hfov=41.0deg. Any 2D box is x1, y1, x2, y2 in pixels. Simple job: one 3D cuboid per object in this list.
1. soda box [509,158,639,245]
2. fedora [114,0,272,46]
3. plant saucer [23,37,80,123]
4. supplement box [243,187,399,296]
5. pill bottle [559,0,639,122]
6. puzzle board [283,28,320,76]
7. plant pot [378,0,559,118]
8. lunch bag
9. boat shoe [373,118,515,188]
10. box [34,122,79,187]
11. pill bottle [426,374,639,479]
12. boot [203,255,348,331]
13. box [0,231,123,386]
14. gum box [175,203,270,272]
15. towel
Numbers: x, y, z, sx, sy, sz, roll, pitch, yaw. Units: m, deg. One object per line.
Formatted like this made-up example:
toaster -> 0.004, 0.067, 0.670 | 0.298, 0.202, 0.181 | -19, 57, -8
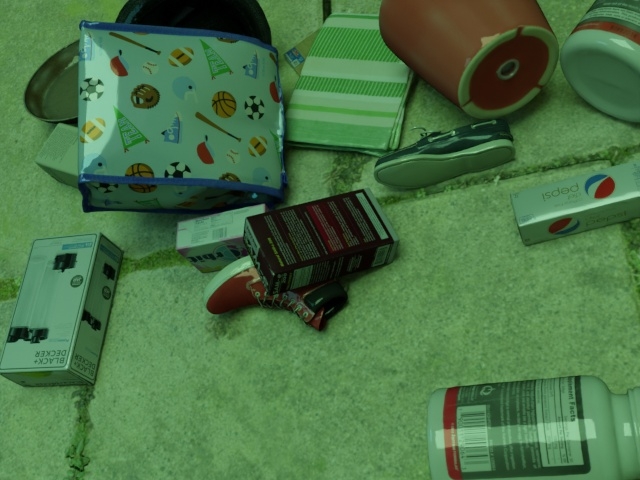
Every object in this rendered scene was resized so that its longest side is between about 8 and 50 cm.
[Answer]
soda box -> 0.428, -0.060, 1.406 | 0.216, 0.074, 0.069 | -14, 58, 14
fedora -> -0.269, -0.423, 1.816 | 0.334, 0.334, 0.152 | -24, 26, 8
plant saucer -> -0.529, -0.367, 1.956 | 0.311, 0.050, 0.310 | -11, 49, 13
supplement box -> 0.000, 0.000, 1.481 | 0.239, 0.073, 0.130 | -14, 56, -21
pill bottle -> 0.588, -0.396, 1.448 | 0.210, 0.210, 0.363 | 31, 77, 32
puzzle board -> -0.011, -0.383, 1.804 | 0.096, 0.011, 0.128 | -36, 55, 1
plant pot -> 0.275, -0.365, 1.515 | 0.275, 0.275, 0.243 | -30, 53, 4
lunch bag -> -0.260, -0.220, 1.632 | 0.386, 0.239, 0.327 | -1, 78, -12
boat shoe -> 0.217, -0.162, 1.536 | 0.255, 0.095, 0.079 | -14, 60, 13
box -> -0.463, -0.159, 1.810 | 0.275, 0.094, 0.113 | 19, 71, 29
pill bottle -> 0.321, 0.281, 1.196 | 0.319, 0.176, 0.176 | -8, 60, 18
boot -> -0.081, 0.108, 1.514 | 0.244, 0.088, 0.176 | -26, 57, 2
box -> -0.502, 0.134, 1.666 | 0.169, 0.087, 0.289 | -4, 61, 20
gum box -> -0.170, 0.000, 1.594 | 0.188, 0.107, 0.062 | -11, 59, 16
towel -> 0.073, -0.320, 1.711 | 0.248, 0.038, 0.324 | 9, 68, 21
